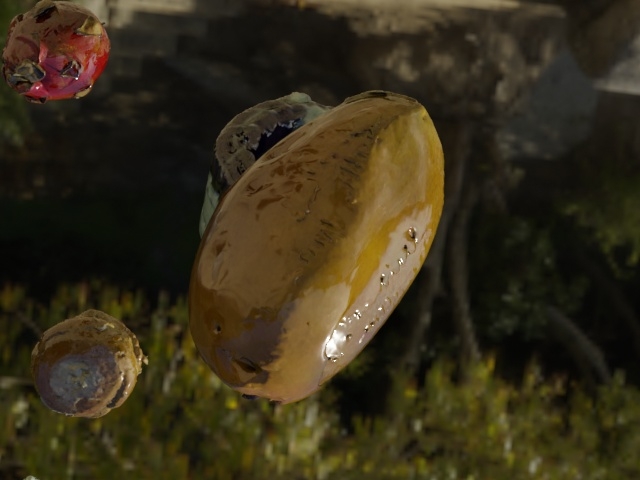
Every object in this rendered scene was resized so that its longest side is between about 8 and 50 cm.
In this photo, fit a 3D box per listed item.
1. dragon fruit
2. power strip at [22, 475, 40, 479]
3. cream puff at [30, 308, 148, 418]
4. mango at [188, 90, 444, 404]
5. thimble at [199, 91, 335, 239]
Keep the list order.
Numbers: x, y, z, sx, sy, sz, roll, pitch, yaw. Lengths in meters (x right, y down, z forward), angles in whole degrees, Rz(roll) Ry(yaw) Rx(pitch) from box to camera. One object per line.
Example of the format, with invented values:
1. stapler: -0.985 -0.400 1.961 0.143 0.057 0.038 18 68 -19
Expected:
1. dragon fruit: -0.321 -0.247 1.904 0.125 0.125 0.246 0 -165 7
2. power strip: -0.284 0.258 1.456 0.035 0.055 0.083 3 144 -2
3. cream puff: -0.285 0.149 1.850 0.144 0.126 0.103 -35 -171 13
4. mango: 0.000 0.000 1.089 0.151 0.249 0.156 39 166 -4
5. thimble: -0.022 -0.046 1.687 0.237 0.150 0.237 12 -139 -10
